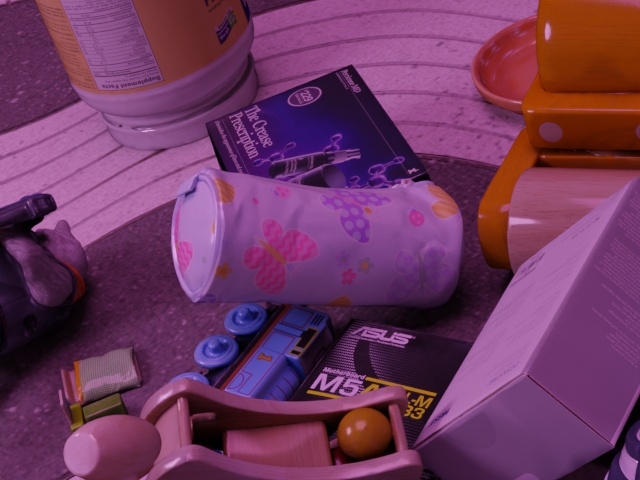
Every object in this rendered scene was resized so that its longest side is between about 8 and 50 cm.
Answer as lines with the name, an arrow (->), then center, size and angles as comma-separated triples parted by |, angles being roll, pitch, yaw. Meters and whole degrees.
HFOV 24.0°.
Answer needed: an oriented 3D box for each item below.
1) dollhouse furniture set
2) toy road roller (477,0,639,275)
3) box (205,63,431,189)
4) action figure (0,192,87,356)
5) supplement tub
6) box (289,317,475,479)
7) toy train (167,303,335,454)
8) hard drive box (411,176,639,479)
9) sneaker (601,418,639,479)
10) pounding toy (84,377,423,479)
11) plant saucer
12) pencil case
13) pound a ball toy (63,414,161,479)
dollhouse furniture set -> -0.214, 0.140, 1.457 | 0.076, 0.059, 0.152 | -21, 35, -3
toy road roller -> 0.276, -0.125, 1.423 | 0.202, 0.241, 0.329 | 3, 40, 29
box -> 0.001, -0.063, 1.596 | 0.184, 0.103, 0.261 | -20, 35, -6
action figure -> -0.380, 0.091, 1.573 | 0.330, 0.178, 0.341 | -38, 9, -34
supplement tub -> -0.219, -0.301, 1.818 | 0.241, 0.331, 0.241 | -13, 36, 10
box -> 0.065, 0.155, 1.316 | 0.190, 0.045, 0.184 | 10, 47, 34
toy train -> -0.064, 0.130, 1.386 | 0.105, 0.080, 0.184 | 14, 47, 30
hard drive box -> 0.194, 0.085, 1.208 | 0.232, 0.089, 0.181 | -53, 4, -36
sneaker -> 0.244, 0.238, 1.005 | 0.099, 0.153, 0.282 | 12, 32, -16
pounding toy -> -0.064, 0.150, 1.190 | 0.269, 0.154, 0.155 | -9, 48, -2
plant saucer -> 0.271, -0.198, 1.703 | 0.200, 0.037, 0.200 | -12, 35, 9
pencil case -> 0.000, 0.000, 1.393 | 0.273, 0.124, 0.113 | 2, 5, -27
pound a ball toy -> -0.187, 0.292, 0.998 | 0.208, 0.135, 0.319 | -27, 66, 26
